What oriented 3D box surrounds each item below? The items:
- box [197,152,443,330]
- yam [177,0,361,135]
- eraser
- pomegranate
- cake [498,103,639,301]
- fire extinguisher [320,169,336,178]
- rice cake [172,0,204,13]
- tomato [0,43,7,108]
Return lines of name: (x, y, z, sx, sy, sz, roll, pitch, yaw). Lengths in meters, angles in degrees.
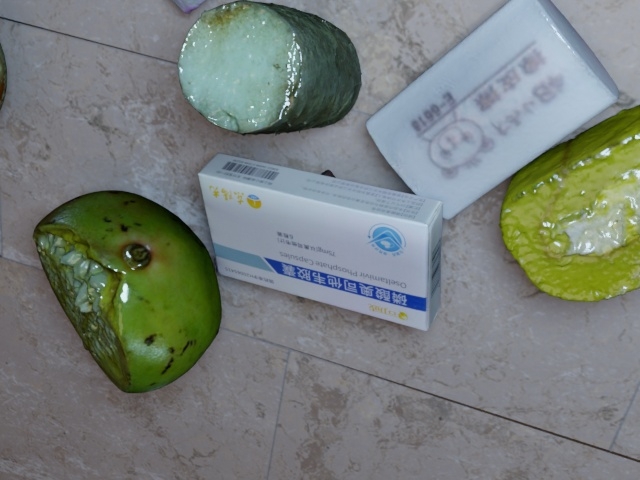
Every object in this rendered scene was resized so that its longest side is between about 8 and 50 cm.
box: (0.000, 0.000, 1.174, 0.343, 0.065, 0.200, 14, 135, 21)
yam: (-0.051, -0.211, 1.033, 0.161, 0.268, 0.161, 4, 102, 20)
eraser: (0.211, -0.167, 1.052, 0.270, 0.095, 0.174, -37, 97, 30)
pomegranate: (-0.282, 0.075, 1.290, 0.310, 0.216, 0.358, 52, 155, 9)
cake: (0.362, -0.044, 1.025, 0.260, 0.156, 0.179, -27, 103, 27)
fire extinguisher: (0.059, -0.032, 1.212, 0.049, 0.035, 0.173, -38, 102, -8)
rice cake: (-0.043, -0.406, 1.032, 0.399, 0.064, 0.070, -24, 116, 28)
tomato: (-0.583, -0.263, 1.204, 0.270, 0.222, 0.270, 11, 140, 10)
